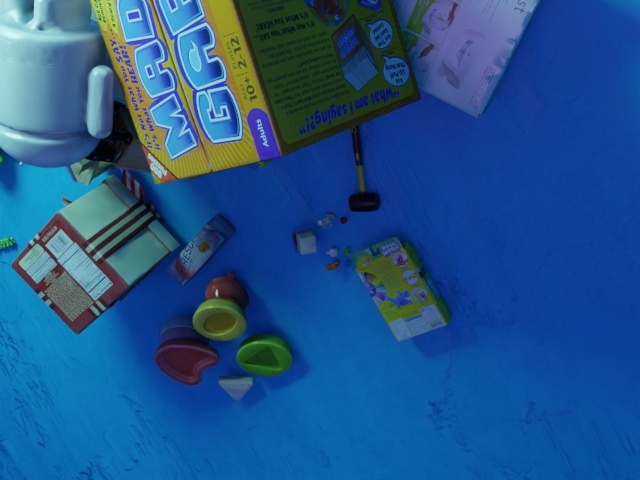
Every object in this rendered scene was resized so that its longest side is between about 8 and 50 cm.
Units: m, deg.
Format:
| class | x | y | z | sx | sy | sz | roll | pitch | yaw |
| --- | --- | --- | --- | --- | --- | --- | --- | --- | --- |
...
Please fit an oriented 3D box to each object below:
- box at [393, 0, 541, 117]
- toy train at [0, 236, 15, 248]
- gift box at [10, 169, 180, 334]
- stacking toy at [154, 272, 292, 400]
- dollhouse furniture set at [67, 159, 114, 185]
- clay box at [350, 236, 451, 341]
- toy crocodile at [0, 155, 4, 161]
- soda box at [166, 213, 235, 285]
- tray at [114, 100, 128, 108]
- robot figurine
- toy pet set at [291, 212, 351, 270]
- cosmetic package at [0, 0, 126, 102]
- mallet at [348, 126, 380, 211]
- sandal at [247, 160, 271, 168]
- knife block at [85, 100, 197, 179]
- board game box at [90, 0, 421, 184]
| class | x | y | z | sx | sy | sz | roll | pitch | yaw |
| --- | --- | --- | --- | --- | --- | --- | --- | --- | --- |
| box | 0.247 | -0.391 | 1.527 | 0.231 | 0.127 | 0.262 | 27 | 121 | 7 |
| toy train | -0.813 | 0.008 | 2.202 | 0.083 | 0.017 | 0.024 | -14 | 97 | 27 |
| gift box | -0.501 | 0.004 | 1.934 | 0.255 | 0.258 | 0.276 | -34 | 97 | 30 |
| stacking toy | -0.223 | 0.229 | 2.050 | 0.279 | 0.130 | 0.309 | 32 | 128 | -26 |
| dollhouse furniture set | -0.555 | -0.202 | 1.903 | 0.161 | 0.182 | 0.101 | 35 | 122 | 3 |
| clay box | 0.170 | 0.097 | 1.831 | 0.127 | 0.053 | 0.222 | -24 | 102 | 29 |
| toy crocodile | -0.848 | -0.195 | 2.080 | 0.340 | 0.105 | 0.115 | -34 | 98 | 26 |
| soda box | -0.274 | 0.023 | 1.966 | 0.058 | 0.063 | 0.183 | 43 | 122 | -2 |
| tray | -0.496 | -0.343 | 1.903 | 0.270 | 0.030 | 0.145 | 36 | 121 | 2 |
| robot figurine | -0.491 | -0.282 | 1.550 | 0.299 | 0.199 | 0.354 | 23 | 119 | 26 |
| toy pet set | 0.000 | 0.000 | 1.863 | 0.114 | 0.065 | 0.122 | -10 | 117 | -12 |
| cosmetic package | -0.468 | -0.417 | 1.685 | 0.384 | 0.156 | 0.217 | 15 | 112 | -17 |
| mallet | 0.089 | -0.147 | 1.761 | 0.062 | 0.039 | 0.190 | 7 | 112 | 20 |
| sandal | -0.184 | -0.294 | 1.757 | 0.138 | 0.126 | 0.318 | -15 | 99 | 31 |
| knife block | -0.379 | -0.194 | 1.780 | 0.275 | 0.242 | 0.088 | 37 | 121 | -10 |
| board game box | -0.111 | -0.335 | 1.482 | 0.356 | 0.356 | 0.356 | -7 | 106 | 47 |
